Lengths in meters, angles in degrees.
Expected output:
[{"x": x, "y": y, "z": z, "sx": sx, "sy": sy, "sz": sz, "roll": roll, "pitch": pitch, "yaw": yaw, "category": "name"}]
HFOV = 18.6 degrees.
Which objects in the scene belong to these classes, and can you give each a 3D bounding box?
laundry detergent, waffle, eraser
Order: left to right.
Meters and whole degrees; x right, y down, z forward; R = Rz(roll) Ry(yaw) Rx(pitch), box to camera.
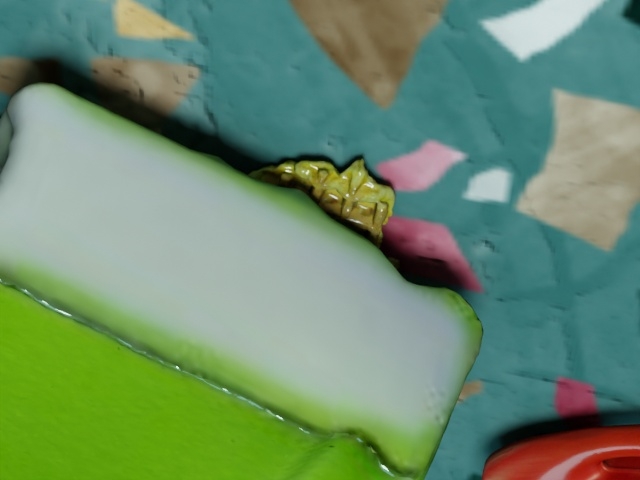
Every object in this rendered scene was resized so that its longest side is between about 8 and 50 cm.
[{"x": -0.080, "y": 0.078, "z": 0.811, "sx": 0.210, "sy": 0.092, "sz": 0.274, "roll": 27, "pitch": 141, "yaw": -11, "category": "eraser"}, {"x": -0.001, "y": 0.001, "z": 0.774, "sx": 0.078, "sy": 0.016, "sz": 0.085, "roll": -2, "pitch": 133, "yaw": 25, "category": "waffle"}, {"x": 0.156, "y": 0.111, "z": 0.815, "sx": 0.165, "sy": 0.049, "sz": 0.097, "roll": -11, "pitch": 127, "yaw": 24, "category": "laundry detergent"}]
